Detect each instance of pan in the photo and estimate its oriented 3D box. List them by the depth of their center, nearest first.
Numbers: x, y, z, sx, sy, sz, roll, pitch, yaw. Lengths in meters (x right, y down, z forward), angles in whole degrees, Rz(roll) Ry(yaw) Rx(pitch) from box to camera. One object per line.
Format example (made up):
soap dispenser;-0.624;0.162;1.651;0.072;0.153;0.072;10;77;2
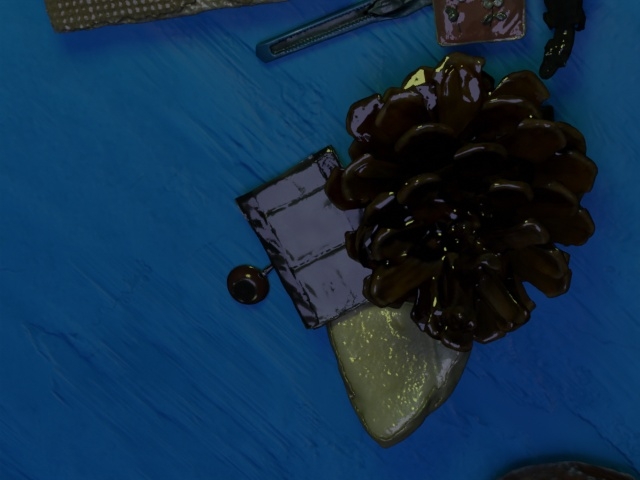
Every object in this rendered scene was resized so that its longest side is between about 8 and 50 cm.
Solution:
pan;-0.098;0.059;1.705;0.115;0.023;0.068;-38;102;24

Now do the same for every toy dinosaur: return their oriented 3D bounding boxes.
toy dinosaur;0.302;-0.285;1.378;0.087;0.179;0.187;-8;116;15

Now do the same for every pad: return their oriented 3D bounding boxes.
pad;0.000;0.000;1.629;0.174;0.022;0.233;-29;95;12

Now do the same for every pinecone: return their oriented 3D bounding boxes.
pinecone;0.185;-0.030;1.424;0.384;0.384;0.384;4;116;9

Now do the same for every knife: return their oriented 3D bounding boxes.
knife;0.045;-0.300;1.506;0.297;0.026;0.044;-19;122;18

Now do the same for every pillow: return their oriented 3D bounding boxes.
pillow;0.200;-0.368;1.426;0.126;0.043;0.232;-7;112;-1

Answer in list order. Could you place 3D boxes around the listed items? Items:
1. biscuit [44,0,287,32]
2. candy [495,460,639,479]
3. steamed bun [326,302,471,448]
biscuit;-0.174;-0.372;1.483;0.426;0.078;0.144;-6;115;14
candy;0.385;0.459;1.731;0.290;0.157;0.214;-8;109;14
steamed bun;0.137;0.178;1.663;0.212;0.110;0.231;-21;74;12
